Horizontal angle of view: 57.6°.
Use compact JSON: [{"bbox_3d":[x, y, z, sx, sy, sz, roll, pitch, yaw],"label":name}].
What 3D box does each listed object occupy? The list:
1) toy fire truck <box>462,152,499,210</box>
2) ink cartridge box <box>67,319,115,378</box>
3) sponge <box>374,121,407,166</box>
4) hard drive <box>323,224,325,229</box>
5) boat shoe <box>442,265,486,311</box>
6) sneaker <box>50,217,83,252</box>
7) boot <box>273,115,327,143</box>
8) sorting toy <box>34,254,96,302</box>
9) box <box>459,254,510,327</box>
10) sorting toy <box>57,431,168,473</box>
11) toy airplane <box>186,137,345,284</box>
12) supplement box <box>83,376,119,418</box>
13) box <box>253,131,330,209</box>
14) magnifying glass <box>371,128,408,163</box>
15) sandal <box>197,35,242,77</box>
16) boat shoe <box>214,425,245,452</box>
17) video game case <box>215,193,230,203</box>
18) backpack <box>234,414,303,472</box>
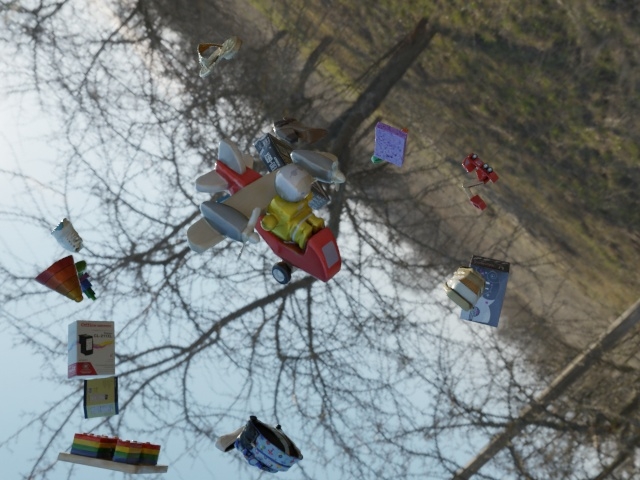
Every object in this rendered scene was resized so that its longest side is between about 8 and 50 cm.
[{"bbox_3d":[0.555,-0.212,2.074,0.047,0.135,0.192,35,-165,-50],"label":"toy fire truck"},{"bbox_3d":[-0.724,0.343,1.842,0.127,0.072,0.175,9,-114,-42],"label":"ink cartridge box"},{"bbox_3d":[0.260,-0.355,2.165,0.117,0.031,0.210,25,163,13],"label":"sponge"},{"bbox_3d":[0.000,0.000,1.994,0.094,0.022,0.135,-171,74,-73],"label":"hard drive"},{"bbox_3d":[0.421,0.133,1.661,0.113,0.103,0.302,39,-173,7],"label":"boat shoe"},{"bbox_3d":[-0.963,-0.017,2.232,0.092,0.087,0.229,37,161,-1],"label":"sneaker"},{"bbox_3d":[-0.053,-0.272,1.409,0.118,0.042,0.087,-14,-131,-28],"label":"boot"},{"bbox_3d":[-0.730,0.140,1.747,0.126,0.127,0.365,51,167,0],"label":"sorting toy"},{"bbox_3d":[0.676,0.208,2.403,0.163,0.248,0.142,12,-163,15],"label":"box"},{"bbox_3d":[-0.642,0.672,1.847,0.256,0.090,0.255,5,160,10],"label":"sorting toy"},{"bbox_3d":[-0.115,-0.109,1.411,0.384,0.272,0.386,13,-123,-21],"label":"toy airplane"},{"bbox_3d":[-0.561,0.401,1.491,0.083,0.056,0.083,-2,-139,-19],"label":"supplement box"},{"bbox_3d":[-0.105,-0.257,2.227,0.243,0.076,0.307,60,-163,21],"label":"box"},{"bbox_3d":[0.275,-0.369,2.292,0.026,0.092,0.231,64,149,10],"label":"magnifying glass"},{"bbox_3d":[-0.334,-0.580,1.780,0.079,0.088,0.240,27,158,-34],"label":"sandal"},{"bbox_3d":[-0.306,0.745,2.178,0.063,0.066,0.184,30,-163,37],"label":"boat shoe"},{"bbox_3d":[-0.383,-0.122,2.243,0.015,0.166,0.119,47,-135,7],"label":"video game case"},{"bbox_3d":[-0.142,0.605,1.679,0.173,0.117,0.158,26,170,45],"label":"backpack"}]
